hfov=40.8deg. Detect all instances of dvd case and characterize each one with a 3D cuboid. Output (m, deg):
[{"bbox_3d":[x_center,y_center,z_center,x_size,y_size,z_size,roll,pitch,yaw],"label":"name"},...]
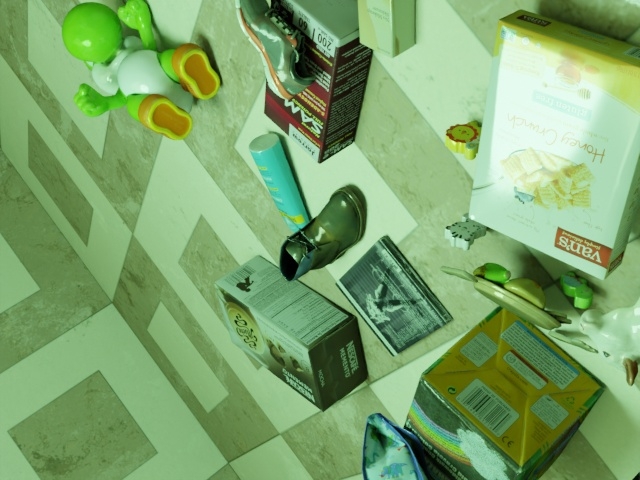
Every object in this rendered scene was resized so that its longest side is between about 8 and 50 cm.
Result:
[{"bbox_3d":[0.113,0.097,1.402,0.164,0.018,0.221,51,153,6],"label":"dvd case"}]

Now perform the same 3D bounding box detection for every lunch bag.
[{"bbox_3d":[0.105,0.335,1.206,0.151,0.096,0.128,-112,5,-56],"label":"lunch bag"}]

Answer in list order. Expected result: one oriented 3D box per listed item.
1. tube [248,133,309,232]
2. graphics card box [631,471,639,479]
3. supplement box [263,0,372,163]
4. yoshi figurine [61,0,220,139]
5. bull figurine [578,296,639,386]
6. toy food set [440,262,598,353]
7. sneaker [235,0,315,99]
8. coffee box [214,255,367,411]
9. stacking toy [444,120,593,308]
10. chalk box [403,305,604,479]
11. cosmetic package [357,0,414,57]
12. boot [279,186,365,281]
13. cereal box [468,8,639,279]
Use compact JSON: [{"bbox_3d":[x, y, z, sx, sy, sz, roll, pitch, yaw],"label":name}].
[{"bbox_3d":[-0.062,-0.084,1.463,0.080,0.052,0.207,38,156,50],"label":"tube"},{"bbox_3d":[0.533,0.437,1.006,0.370,0.094,0.233,56,154,2],"label":"graphics card box"},{"bbox_3d":[-0.007,-0.231,1.166,0.130,0.073,0.239,44,152,22],"label":"supplement box"},{"bbox_3d":[-0.350,-0.321,1.530,0.362,0.204,0.202,32,130,43],"label":"yoshi figurine"},{"bbox_3d":[0.396,0.094,0.832,0.310,0.101,0.188,27,140,45],"label":"bull figurine"},{"bbox_3d":[0.247,0.069,1.060,0.192,0.038,0.132,31,178,-8],"label":"toy food set"},{"bbox_3d":[-0.050,-0.259,1.082,0.065,0.061,0.157,-15,109,34],"label":"sneaker"},{"bbox_3d":[-0.060,0.174,1.665,0.297,0.119,0.168,30,143,41],"label":"coffee box"},{"bbox_3d":[0.236,-0.027,1.016,0.221,0.052,0.167,35,147,35],"label":"stacking toy"},{"bbox_3d":[0.237,0.264,1.211,0.180,0.179,0.289,42,152,23],"label":"chalk box"},{"bbox_3d":[0.076,-0.279,1.006,0.060,0.041,0.115,34,147,36],"label":"cosmetic package"},{"bbox_3d":[0.000,0.000,1.379,0.082,0.106,0.219,48,153,14],"label":"boot"},{"bbox_3d":[0.246,-0.094,0.877,0.173,0.047,0.240,28,134,32],"label":"cereal box"}]
